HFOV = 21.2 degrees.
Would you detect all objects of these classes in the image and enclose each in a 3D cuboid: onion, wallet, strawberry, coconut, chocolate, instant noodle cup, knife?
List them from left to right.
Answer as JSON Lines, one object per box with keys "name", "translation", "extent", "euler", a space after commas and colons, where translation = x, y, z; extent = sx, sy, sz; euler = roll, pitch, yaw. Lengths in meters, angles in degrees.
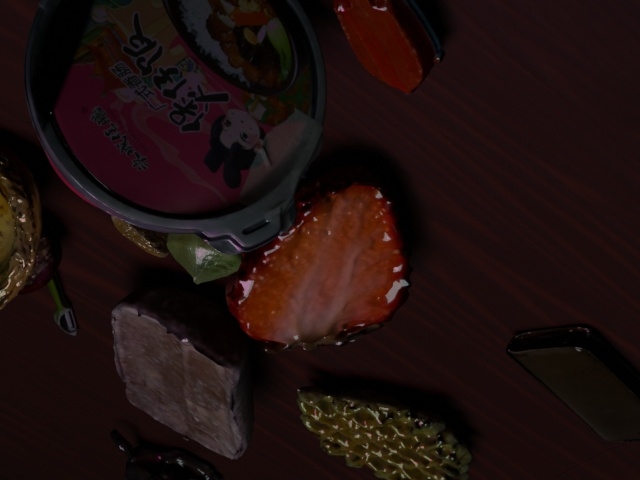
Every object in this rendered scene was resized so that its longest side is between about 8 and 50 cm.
{"name": "onion", "translation": [-0.351, 0.011, 1.984], "extent": [0.107, 0.097, 0.107], "euler": [0, 116, 1]}
{"name": "knife", "translation": [-0.328, 0.074, 2.142], "extent": [0.026, 0.022, 0.184], "euler": [-8, 149, -2]}
{"name": "instant noodle cup", "translation": [-0.144, -0.121, 1.494], "extent": [0.258, 0.302, 0.181], "euler": [-15, 178, -22]}
{"name": "chocolate", "translation": [-0.155, 0.152, 2.082], "extent": [0.185, 0.100, 0.303], "euler": [26, 150, 13]}
{"name": "coconut", "translation": [-0.118, 0.001, 1.808], "extent": [0.088, 0.096, 0.088], "euler": [18, 168, 4]}
{"name": "strawberry", "translation": [0.000, 0.000, 1.728], "extent": [0.190, 0.111, 0.236], "euler": [0, 133, -20]}
{"name": "wallet", "translation": [0.300, 0.160, 1.868], "extent": [0.110, 0.031, 0.198], "euler": [-11, 138, 43]}

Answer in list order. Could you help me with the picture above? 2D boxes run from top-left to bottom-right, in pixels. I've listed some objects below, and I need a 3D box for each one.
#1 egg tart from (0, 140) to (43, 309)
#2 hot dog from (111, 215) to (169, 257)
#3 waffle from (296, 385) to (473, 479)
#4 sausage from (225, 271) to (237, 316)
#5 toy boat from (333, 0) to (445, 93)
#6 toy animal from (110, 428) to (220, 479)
{"name": "egg tart", "translation": [-0.379, -0.019, 1.890], "extent": [0.212, 0.213, 0.090], "euler": [1, -175, 32]}
{"name": "hot dog", "translation": [-0.203, -0.014, 1.903], "extent": [0.034, 0.030, 0.090], "euler": [-7, 140, 42]}
{"name": "waffle", "translation": [0.084, 0.241, 2.122], "extent": [0.223, 0.054, 0.204], "euler": [11, 150, 21]}
{"name": "sausage", "translation": [-0.071, 0.055, 1.907], "extent": [0.094, 0.059, 0.054], "euler": [-35, 76, 56]}
{"name": "toy boat", "translation": [0.060, -0.181, 1.424], "extent": [0.069, 0.059, 0.173], "euler": [6, 154, 26]}
{"name": "toy animal", "translation": [-0.228, 0.357, 2.491], "extent": [0.148, 0.084, 0.233], "euler": [6, 151, 28]}
